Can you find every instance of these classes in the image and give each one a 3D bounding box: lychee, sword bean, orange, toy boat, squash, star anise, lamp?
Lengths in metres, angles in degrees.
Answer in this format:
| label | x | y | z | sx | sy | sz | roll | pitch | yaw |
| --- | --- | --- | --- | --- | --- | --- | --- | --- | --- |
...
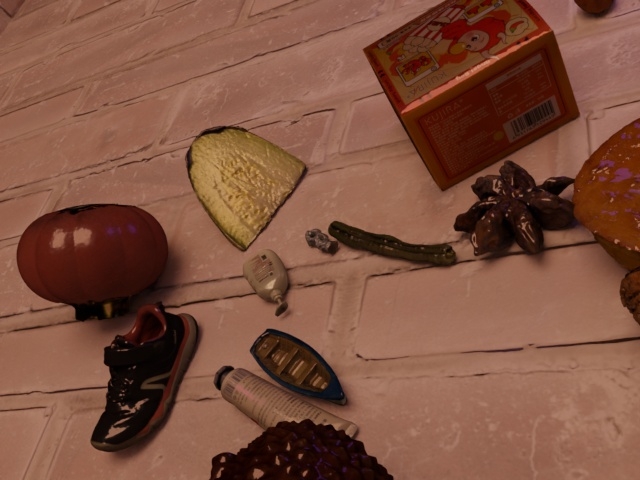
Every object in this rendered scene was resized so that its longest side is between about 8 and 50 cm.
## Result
| label | x | y | z | sx | sy | sz | roll | pitch | yaw |
| --- | --- | --- | --- | --- | --- | --- | --- | --- | --- |
| lychee | -0.020 | 0.366 | 0.838 | 0.330 | 0.306 | 0.306 | 32 | 73 | 25 |
| sword bean | 0.120 | 0.006 | 1.272 | 0.269 | 0.038 | 0.043 | 13 | 86 | 42 |
| orange | 0.536 | -0.483 | 1.410 | 0.085 | 0.085 | 0.085 | -19 | 44 | 19 |
| toy boat | -0.031 | 0.211 | 1.177 | 0.228 | 0.046 | 0.080 | 23 | 67 | 45 |
| squash | -0.185 | -0.132 | 1.529 | 0.204 | 0.155 | 0.237 | 16 | 62 | 45 |
| star anise | 0.305 | -0.047 | 1.162 | 0.197 | 0.073 | 0.212 | -46 | 39 | -14 |
| lamp | -0.465 | 0.045 | 1.491 | 0.305 | 0.240 | 0.305 | -7 | 4 | 1 |

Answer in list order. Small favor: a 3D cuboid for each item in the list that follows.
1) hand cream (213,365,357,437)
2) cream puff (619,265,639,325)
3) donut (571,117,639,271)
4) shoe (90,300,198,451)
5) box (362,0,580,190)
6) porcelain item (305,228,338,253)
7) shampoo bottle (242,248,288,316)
| label | x | y | z | sx | sy | sz | roll | pitch | yaw |
| --- | --- | --- | --- | --- | --- | --- | --- | --- | --- |
| hand cream | -0.068 | 0.272 | 1.145 | 0.276 | 0.059 | 0.095 | 22 | 66 | 40 |
| cream puff | 0.457 | 0.113 | 0.862 | 0.183 | 0.183 | 0.169 | -7 | 72 | 30 |
| donut | 0.502 | -0.060 | 1.007 | 0.277 | 0.108 | 0.278 | -19 | 43 | 19 |
| shoe | -0.327 | 0.234 | 1.294 | 0.114 | 0.137 | 0.291 | 0 | 53 | 36 |
| box | 0.265 | -0.295 | 1.317 | 0.283 | 0.214 | 0.260 | -28 | 43 | 9 |
| porcelain item | 0.000 | 0.000 | 1.365 | 0.036 | 0.028 | 0.083 | -50 | 41 | -11 |
| shampoo bottle | -0.092 | 0.079 | 1.343 | 0.077 | 0.045 | 0.152 | -35 | 39 | -1 |
